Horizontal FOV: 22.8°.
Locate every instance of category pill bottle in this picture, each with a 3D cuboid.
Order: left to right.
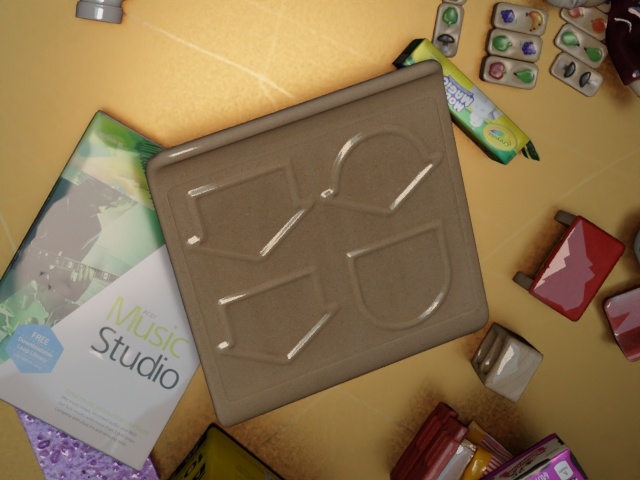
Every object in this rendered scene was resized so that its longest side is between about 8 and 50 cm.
[{"bbox_3d":[-0.228,-0.293,1.682,0.067,0.067,0.120,8,96,-4],"label":"pill bottle"}]

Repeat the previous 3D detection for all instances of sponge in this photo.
[{"bbox_3d":[-0.269,0.195,1.752,0.117,0.031,0.210,-22,96,-2],"label":"sponge"}]

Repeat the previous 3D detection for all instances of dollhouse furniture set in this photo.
[{"bbox_3d":[0.256,0.179,1.717,0.201,0.152,0.374,32,94,-6],"label":"dollhouse furniture set"}]

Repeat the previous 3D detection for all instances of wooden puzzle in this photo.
[{"bbox_3d":[0.000,0.000,1.666,0.322,0.080,0.347,-20,121,-12],"label":"wooden puzzle"}]

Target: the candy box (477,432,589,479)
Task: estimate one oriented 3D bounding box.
[{"bbox_3d":[0.240,0.339,1.621,0.159,0.071,0.233,-33,98,1],"label":"candy box"}]

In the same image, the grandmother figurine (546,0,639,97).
[{"bbox_3d":[0.380,-0.233,1.695,0.342,0.104,0.207,26,69,-8],"label":"grandmother figurine"}]

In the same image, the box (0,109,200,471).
[{"bbox_3d":[-0.217,0.054,1.702,0.232,0.058,0.322,29,87,-12],"label":"box"}]

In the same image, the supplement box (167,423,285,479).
[{"bbox_3d":[-0.100,0.354,1.617,0.195,0.356,0.194,40,93,-7],"label":"supplement box"}]

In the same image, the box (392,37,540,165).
[{"bbox_3d":[0.158,-0.142,1.699,0.179,0.105,0.043,41,93,-6],"label":"box"}]

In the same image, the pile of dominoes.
[{"bbox_3d":[0.236,-0.290,1.720,0.196,0.040,0.251,10,96,-4],"label":"pile of dominoes"}]

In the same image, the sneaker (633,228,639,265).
[{"bbox_3d":[0.464,0.058,1.744,0.267,0.106,0.101,30,100,3],"label":"sneaker"}]
